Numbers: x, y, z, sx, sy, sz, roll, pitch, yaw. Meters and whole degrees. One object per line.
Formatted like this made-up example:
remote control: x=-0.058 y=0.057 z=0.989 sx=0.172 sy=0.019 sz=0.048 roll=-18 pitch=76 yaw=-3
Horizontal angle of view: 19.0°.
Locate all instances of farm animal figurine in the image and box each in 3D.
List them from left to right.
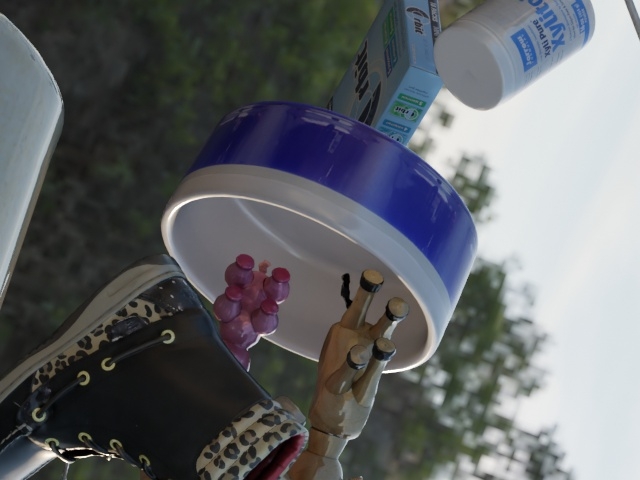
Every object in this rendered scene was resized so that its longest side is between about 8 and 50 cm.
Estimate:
farm animal figurine: x=-0.056 y=0.183 z=1.509 sx=0.326 sy=0.330 sz=0.172 roll=63 pitch=-34 yaw=33

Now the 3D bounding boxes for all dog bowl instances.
dog bowl: x=0.000 y=0.000 z=1.674 sx=0.104 sy=0.265 sz=0.265 roll=-62 pitch=180 yaw=-28

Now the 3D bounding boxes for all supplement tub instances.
supplement tub: x=0.142 y=-0.147 z=1.384 sx=0.107 sy=0.071 sz=0.071 roll=-36 pitch=164 yaw=-32

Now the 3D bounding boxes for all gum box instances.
gum box: x=0.057 y=-0.135 z=1.805 sx=0.157 sy=0.041 sz=0.184 roll=-92 pitch=-155 yaw=-49

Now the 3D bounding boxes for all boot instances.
boot: x=-0.139 y=0.147 z=1.333 sx=0.236 sy=0.178 sz=0.085 roll=-45 pitch=159 yaw=3

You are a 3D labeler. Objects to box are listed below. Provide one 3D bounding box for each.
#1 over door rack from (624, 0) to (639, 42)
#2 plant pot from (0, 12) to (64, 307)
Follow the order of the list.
over door rack: x=0.214 y=-0.242 z=1.280 sx=0.108 sy=0.324 sz=0.239 roll=-27 pitch=173 yaw=-21
plant pot: x=-0.265 y=0.028 z=0.787 sx=0.334 sy=0.334 sz=0.305 roll=120 pitch=-5 yaw=-71
